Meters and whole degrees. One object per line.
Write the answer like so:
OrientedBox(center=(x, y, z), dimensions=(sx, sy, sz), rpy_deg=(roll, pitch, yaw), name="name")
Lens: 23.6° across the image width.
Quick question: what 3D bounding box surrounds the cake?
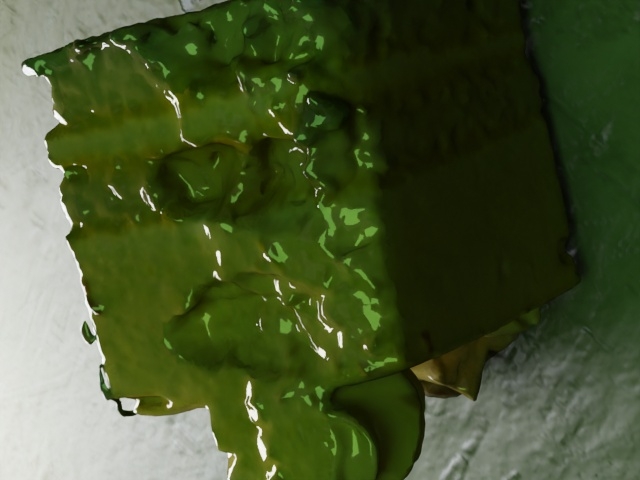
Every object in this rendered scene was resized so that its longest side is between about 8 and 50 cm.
OrientedBox(center=(0.000, 0.000, 0.882), dimensions=(0.222, 0.227, 0.286), rpy_deg=(-7, 99, 39), name="cake")
